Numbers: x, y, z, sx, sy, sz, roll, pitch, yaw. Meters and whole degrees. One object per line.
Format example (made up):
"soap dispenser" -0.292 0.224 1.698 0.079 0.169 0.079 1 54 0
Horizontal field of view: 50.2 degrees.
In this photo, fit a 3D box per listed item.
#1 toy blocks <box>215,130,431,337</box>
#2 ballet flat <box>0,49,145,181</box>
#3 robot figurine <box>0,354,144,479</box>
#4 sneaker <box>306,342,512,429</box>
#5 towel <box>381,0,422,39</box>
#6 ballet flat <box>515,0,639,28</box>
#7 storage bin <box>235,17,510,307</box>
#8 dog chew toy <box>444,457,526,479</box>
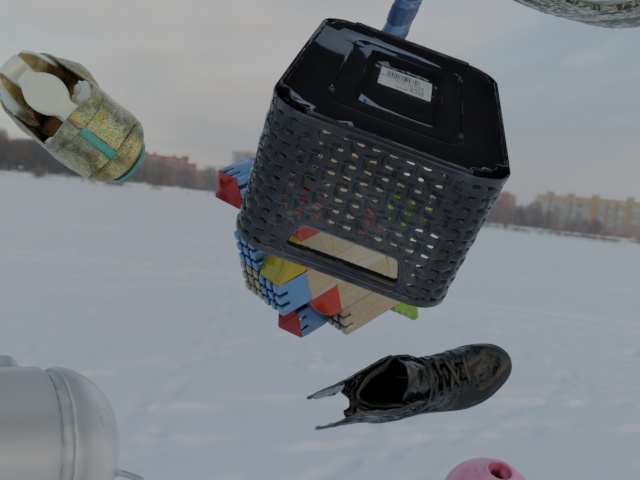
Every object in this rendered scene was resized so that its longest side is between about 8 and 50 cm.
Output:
"toy blocks" 0.000 0.000 0.978 0.261 0.381 0.191 -28 35 -27
"ballet flat" -0.337 -0.177 0.852 0.123 0.123 0.349 3 22 -44
"robot figurine" -0.381 0.241 0.760 0.354 0.199 0.300 9 36 -38
"sneaker" 0.077 0.117 0.550 0.170 0.051 0.089 -17 -21 1
"towel" 0.122 -0.337 1.093 0.029 0.119 0.067 39 39 16
"ballet flat" 0.142 -0.280 0.506 0.483 0.164 0.182 24 26 -14
"storage bin" 0.035 -0.057 0.407 0.122 0.084 0.180 20 33 -1
"dog chew toy" 0.211 0.448 0.968 0.207 0.331 0.206 7 26 -4
